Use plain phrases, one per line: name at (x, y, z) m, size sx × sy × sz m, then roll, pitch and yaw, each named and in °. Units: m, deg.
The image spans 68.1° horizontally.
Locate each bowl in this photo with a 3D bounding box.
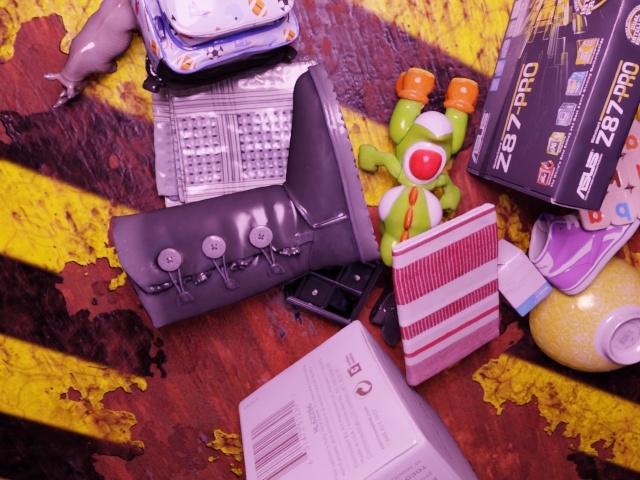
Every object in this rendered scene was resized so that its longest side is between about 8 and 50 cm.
bowl at (0.641, 0.187, 1.059) m, size 0.288 × 0.156 × 0.290 m, roll -2°, pitch 107°, yaw -6°

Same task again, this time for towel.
towel at (0.248, 0.110, 0.920) m, size 0.236 × 0.037 × 0.329 m, roll -24°, pitch 122°, yaw -19°
towel at (-0.154, -0.181, 0.900) m, size 0.323 × 0.056 × 0.313 m, roll -3°, pitch 107°, yaw -6°

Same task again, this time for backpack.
backpack at (-0.178, -0.397, 0.727) m, size 0.276 × 0.213 × 0.264 m, roll -25°, pitch 94°, yaw -24°

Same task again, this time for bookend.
bookend at (0.028, 0.077, 0.992) m, size 0.156 × 0.072 × 0.157 m, roll 25°, pitch 102°, yaw -13°

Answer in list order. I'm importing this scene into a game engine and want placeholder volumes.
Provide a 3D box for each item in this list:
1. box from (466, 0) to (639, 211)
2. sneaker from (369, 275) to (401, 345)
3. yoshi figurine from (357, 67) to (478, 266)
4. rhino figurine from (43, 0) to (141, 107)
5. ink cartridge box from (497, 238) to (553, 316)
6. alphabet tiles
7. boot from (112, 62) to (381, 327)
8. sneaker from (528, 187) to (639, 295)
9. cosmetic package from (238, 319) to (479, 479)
box at (0.405, -0.277, 0.804) m, size 0.097 × 0.318 × 0.396 m, roll 10°, pitch 106°, yaw -9°
sneaker at (0.171, 0.149, 1.045) m, size 0.089 × 0.051 × 0.170 m, roll 26°, pitch 106°, yaw -14°
yoshi figurine at (0.185, -0.126, 0.926) m, size 0.202 × 0.203 × 0.363 m, roll 10°, pitch 94°, yaw -45°
rhino figurine at (-0.381, -0.320, 0.802) m, size 0.073 × 0.106 × 0.243 m, roll 42°, pitch 98°, yaw -16°
ink cartridge box at (0.410, 0.073, 1.028) m, size 0.090 × 0.092 × 0.143 m, roll -42°, pitch 107°, yaw 6°
alphabet tiles at (0.583, -0.168, 0.967) m, size 0.283 × 0.021 × 0.278 m, roll -11°, pitch 83°, yaw -4°
boot at (-0.151, -0.075, 0.849) m, size 0.444 × 0.146 × 0.368 m, roll -15°, pitch 96°, yaw 4°
sneaker at (0.553, -0.040, 0.995) m, size 0.161 × 0.102 × 0.282 m, roll 37°, pitch 85°, yaw -10°
cosmetic package at (0.091, 0.451, 0.946) m, size 0.327 × 0.329 × 0.394 m, roll -36°, pitch 120°, yaw 4°
